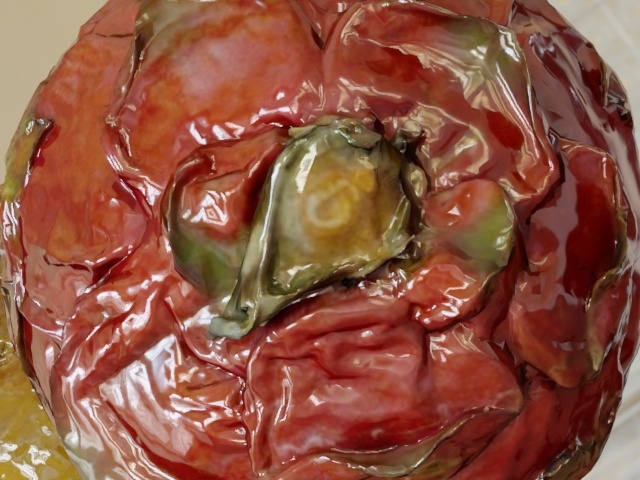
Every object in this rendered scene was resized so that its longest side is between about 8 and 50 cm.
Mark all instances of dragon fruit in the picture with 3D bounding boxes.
[{"bbox_3d":[0.000,0.000,0.735,0.277,0.277,0.342,-35,6,3],"label":"dragon fruit"}]

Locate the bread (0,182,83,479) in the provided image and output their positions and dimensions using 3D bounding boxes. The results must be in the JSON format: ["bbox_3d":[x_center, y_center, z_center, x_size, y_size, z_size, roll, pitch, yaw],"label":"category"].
[{"bbox_3d":[-0.170,0.078,1.154,0.268,0.268,0.145,-33,-30,-15],"label":"bread"}]
